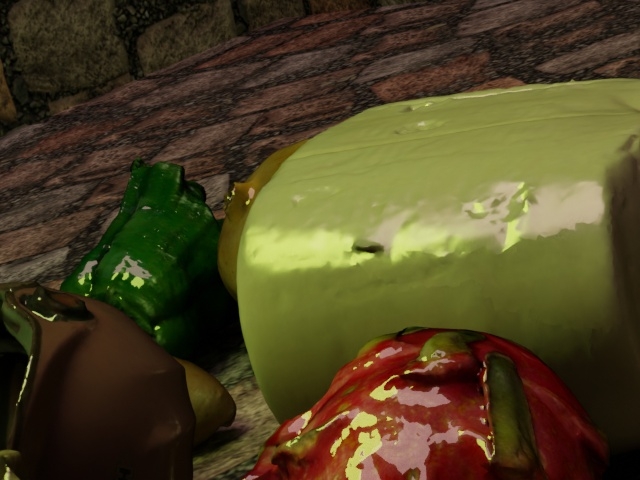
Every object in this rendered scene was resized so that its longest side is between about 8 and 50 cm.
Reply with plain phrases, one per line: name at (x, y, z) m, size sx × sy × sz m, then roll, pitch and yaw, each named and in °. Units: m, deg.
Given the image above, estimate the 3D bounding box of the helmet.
helmet at (-0.201, 0.177, 1.598) m, size 0.197 × 0.271 × 0.338 m, roll 11°, pitch 2°, yaw -20°

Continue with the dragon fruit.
dragon fruit at (0.081, 0.187, 1.246) m, size 0.231 × 0.237 × 0.302 m, roll -36°, pitch 21°, yaw 14°

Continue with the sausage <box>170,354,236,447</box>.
sausage at (-0.330, 0.173, 1.895) m, size 0.501 × 0.123 × 0.136 m, roll -6°, pitch -27°, yaw 16°

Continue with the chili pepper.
chili pepper at (-0.163, 0.036, 2.156) m, size 0.167 × 0.213 × 0.385 m, roll 14°, pitch 25°, yaw 9°

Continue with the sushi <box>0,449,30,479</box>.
sushi at (-0.234, 0.276, 1.277) m, size 0.219 × 0.238 × 0.225 m, roll -10°, pitch 32°, yaw 14°

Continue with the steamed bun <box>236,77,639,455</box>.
steamed bun at (0.165, 0.039, 1.571) m, size 0.371 × 0.290 × 0.456 m, roll -6°, pitch 15°, yaw 23°

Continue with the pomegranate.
pomegranate at (0.005, 0.004, 2.032) m, size 0.233 × 0.233 × 0.233 m, roll -16°, pitch 14°, yaw 4°
